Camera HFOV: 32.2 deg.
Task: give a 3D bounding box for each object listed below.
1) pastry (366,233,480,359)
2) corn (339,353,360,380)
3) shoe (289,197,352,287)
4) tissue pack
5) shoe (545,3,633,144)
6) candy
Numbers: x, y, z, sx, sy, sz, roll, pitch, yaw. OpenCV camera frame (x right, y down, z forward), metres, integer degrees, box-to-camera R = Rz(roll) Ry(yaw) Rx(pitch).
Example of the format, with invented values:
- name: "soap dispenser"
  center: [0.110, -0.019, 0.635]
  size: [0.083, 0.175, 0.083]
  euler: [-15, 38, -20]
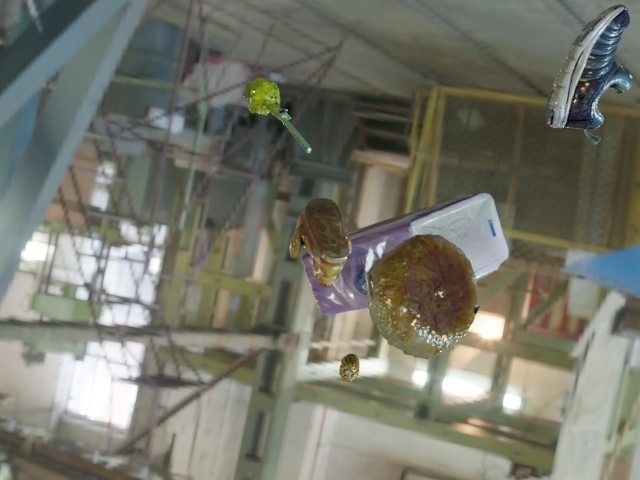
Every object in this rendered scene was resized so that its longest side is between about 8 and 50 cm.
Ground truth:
- name: "pastry"
  center: [0.166, 0.087, 1.760]
  size: [0.192, 0.182, 0.093]
  euler: [-36, -175, -37]
- name: "corn"
  center: [0.050, 0.219, 1.915]
  size: [0.037, 0.037, 0.092]
  euler: [12, -169, 1]
- name: "shoe"
  center: [-0.002, 0.002, 1.328]
  size: [0.072, 0.069, 0.109]
  euler: [-17, -130, -29]
- name: "tissue pack"
  center: [0.159, 0.034, 2.138]
  size: [0.242, 0.160, 0.338]
  euler: [-19, -179, -38]
- name: "shoe"
  center: [0.418, -0.254, 1.668]
  size: [0.106, 0.207, 0.091]
  euler: [21, -172, 0]
- name: "candy"
  center: [-0.060, -0.185, 1.675]
  size: [0.062, 0.058, 0.194]
  euler: [14, -153, -41]
